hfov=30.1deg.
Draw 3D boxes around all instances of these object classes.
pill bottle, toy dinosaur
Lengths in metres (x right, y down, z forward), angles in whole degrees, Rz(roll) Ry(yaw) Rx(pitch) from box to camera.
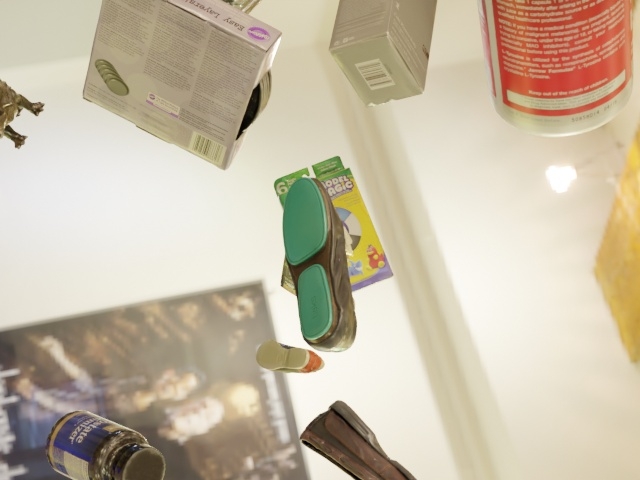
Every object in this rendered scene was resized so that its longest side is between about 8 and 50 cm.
[{"bbox_3d":[0.346,-0.372,1.769,0.229,0.229,0.407,-109,-178,-45],"label":"pill bottle"},{"bbox_3d":[-0.380,0.385,2.116,0.219,0.123,0.122,11,-64,43],"label":"pill bottle"},{"bbox_3d":[-0.599,-0.247,2.106,0.314,0.121,0.160,24,-13,44],"label":"toy dinosaur"}]

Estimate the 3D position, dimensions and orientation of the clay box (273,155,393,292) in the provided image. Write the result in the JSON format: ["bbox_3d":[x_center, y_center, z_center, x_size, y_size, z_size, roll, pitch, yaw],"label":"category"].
[{"bbox_3d":[0.018,-0.020,1.927,0.053,0.127,0.222,117,-49,-83],"label":"clay box"}]

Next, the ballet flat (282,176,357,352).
[{"bbox_3d":[0.004,0.029,1.243,0.074,0.074,0.203,92,-9,-57],"label":"ballet flat"}]

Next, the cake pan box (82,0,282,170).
[{"bbox_3d":[-0.203,-0.252,1.728,0.070,0.267,0.245,-59,174,-43],"label":"cake pan box"}]

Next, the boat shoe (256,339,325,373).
[{"bbox_3d":[-0.050,0.187,1.889,0.137,0.043,0.049,-1,-107,49],"label":"boat shoe"}]

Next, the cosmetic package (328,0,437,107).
[{"bbox_3d":[0.095,-0.322,1.709,0.127,0.107,0.238,50,41,-42],"label":"cosmetic package"}]

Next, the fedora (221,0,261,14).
[{"bbox_3d":[-0.191,-0.440,1.947,0.152,0.334,0.334,98,-19,-49],"label":"fedora"}]

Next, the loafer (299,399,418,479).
[{"bbox_3d":[0.085,0.383,1.860,0.302,0.095,0.109,46,-21,31],"label":"loafer"}]

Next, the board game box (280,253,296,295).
[{"bbox_3d":[0.000,0.000,2.130,0.048,0.170,0.141,30,-39,18],"label":"board game box"}]
